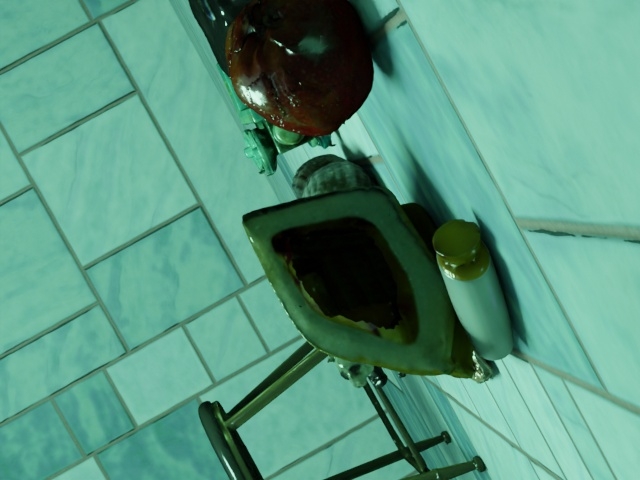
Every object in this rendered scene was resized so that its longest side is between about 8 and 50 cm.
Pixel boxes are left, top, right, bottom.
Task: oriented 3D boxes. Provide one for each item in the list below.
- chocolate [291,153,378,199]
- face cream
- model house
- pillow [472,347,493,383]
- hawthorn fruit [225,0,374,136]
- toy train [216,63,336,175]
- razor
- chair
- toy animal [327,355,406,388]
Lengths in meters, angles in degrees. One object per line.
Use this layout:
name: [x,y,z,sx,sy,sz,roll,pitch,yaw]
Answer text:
chocolate: [0.021,-0.063,1.806,0.110,0.110,0.248,62,175,-15]
face cream: [0.155,0.052,1.312,0.072,0.051,0.182,58,176,44]
model house: [0.075,0.060,1.485,0.268,0.173,0.239,62,-166,19]
pillow: [0.149,0.084,1.681,0.233,0.043,0.126,58,-179,5]
hawthorn fruit: [-0.012,-0.170,1.293,0.172,0.148,0.148,42,-170,-44]
toy train: [-0.073,-0.203,1.924,0.298,0.120,0.194,-149,35,-81]
razor: [-0.102,-0.310,1.587,0.189,0.107,0.327,61,175,9]
chair: [0.014,0.344,2.469,0.365,0.410,0.362,61,176,-2]
toy animal: [0.082,0.127,1.882,0.121,0.225,0.094,40,141,-14]
